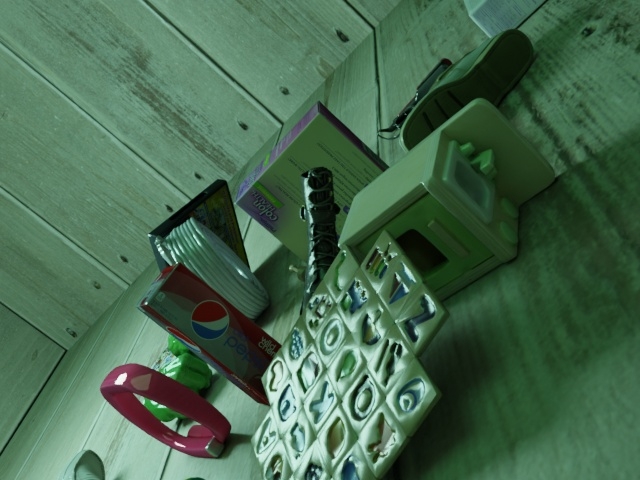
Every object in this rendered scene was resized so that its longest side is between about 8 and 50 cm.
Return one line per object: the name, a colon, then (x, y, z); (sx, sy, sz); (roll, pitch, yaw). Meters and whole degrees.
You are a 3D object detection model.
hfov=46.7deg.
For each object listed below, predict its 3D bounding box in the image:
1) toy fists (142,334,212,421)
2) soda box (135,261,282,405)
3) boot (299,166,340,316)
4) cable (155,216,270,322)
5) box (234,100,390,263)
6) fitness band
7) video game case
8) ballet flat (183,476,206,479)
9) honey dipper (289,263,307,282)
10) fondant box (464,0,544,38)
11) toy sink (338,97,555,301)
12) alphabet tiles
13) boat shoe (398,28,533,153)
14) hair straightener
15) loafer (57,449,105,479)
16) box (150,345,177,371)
toy fists: (-0.269, 0.244, 1.531); (0.142, 0.096, 0.279); (-38, 27, 48)
soda box: (-0.154, 0.149, 1.153); (0.083, 0.263, 0.092); (-55, 17, -22)
boot: (0.000, 0.000, 1.164); (0.091, 0.229, 0.263); (-6, 14, -5)
cable: (-0.212, 0.065, 1.544); (0.089, 0.257, 0.257); (-43, -2, 2)
box: (-0.007, -0.106, 1.456); (0.243, 0.213, 0.117); (-46, 16, 15)
fitness band: (-0.264, 0.285, 1.238); (0.291, 0.209, 0.054); (-25, 29, 57)
video game case: (-0.268, 0.037, 1.707); (0.035, 0.275, 0.248); (10, 38, 31)
ballet flat: (-0.215, 0.435, 1.015); (0.077, 0.077, 0.231); (-58, 8, 40)
honey dipper: (-0.042, 0.065, 1.503); (0.030, 0.030, 0.160); (-51, 12, -7)
fondant box: (0.454, -0.582, 1.547); (0.330, 0.096, 0.238); (-43, 16, 25)
toy sink: (0.161, -0.036, 0.939); (0.234, 0.153, 0.131); (-37, 19, 34)
alphabet tiles: (0.018, 0.168, 0.853); (0.343, 0.011, 0.285); (-59, 30, 18)
boat shoe: (0.247, -0.248, 1.311); (0.302, 0.113, 0.103); (-41, 12, -13)
hair straightener: (0.208, -0.303, 1.646); (0.230, 0.047, 0.089); (-41, 17, 28)
loafer: (-0.453, 0.507, 1.444); (0.111, 0.112, 0.319); (-43, 23, 5)
box: (-0.325, 0.273, 1.749); (0.159, 0.044, 0.233); (-53, 16, -14)
